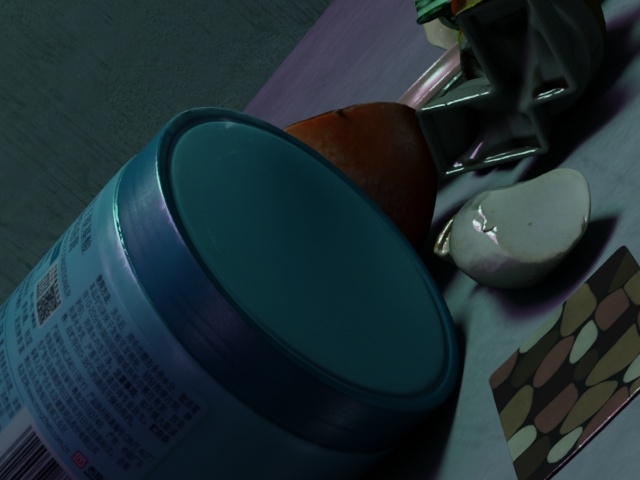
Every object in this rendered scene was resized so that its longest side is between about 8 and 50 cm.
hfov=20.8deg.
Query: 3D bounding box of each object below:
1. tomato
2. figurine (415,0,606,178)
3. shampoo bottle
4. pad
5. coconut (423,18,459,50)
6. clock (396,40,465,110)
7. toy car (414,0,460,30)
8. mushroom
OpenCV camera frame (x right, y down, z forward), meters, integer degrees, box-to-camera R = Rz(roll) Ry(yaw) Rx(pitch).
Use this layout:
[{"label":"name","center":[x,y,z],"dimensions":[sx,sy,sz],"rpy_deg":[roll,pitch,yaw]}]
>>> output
[{"label":"tomato","center":[0.002,0.010,1.767],"dimensions":[0.338,0.143,0.338],"rpy_deg":[-30,-19,-11]},{"label":"figurine","center":[0.206,-0.203,1.771],"dimensions":[0.342,0.167,0.285],"rpy_deg":[-43,8,34]},{"label":"shampoo bottle","center":[-0.113,0.117,1.517],"dimensions":[0.343,0.331,0.331],"rpy_deg":[-44,12,25]},{"label":"pad","center":[0.190,0.091,1.289],"dimensions":[0.158,0.003,0.235],"rpy_deg":[-47,12,12]},{"label":"coconut","center":[0.193,-0.305,2.200],"dimensions":[0.147,0.152,0.147],"rpy_deg":[-16,35,12]},{"label":"clock","center":[0.152,-0.166,2.011],"dimensions":[0.244,0.056,0.244],"rpy_deg":[-42,-8,-7]},{"label":"toy car","center":[0.238,-0.342,2.000],"dimensions":[0.306,0.125,0.136],"rpy_deg":[-26,3,-16]},{"label":"mushroom","center":[0.159,0.000,1.515],"dimensions":[0.116,0.093,0.225],"rpy_deg":[-37,-2,-18]}]
